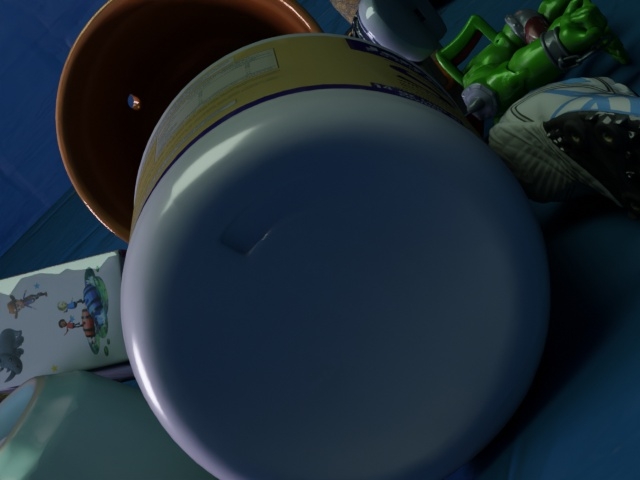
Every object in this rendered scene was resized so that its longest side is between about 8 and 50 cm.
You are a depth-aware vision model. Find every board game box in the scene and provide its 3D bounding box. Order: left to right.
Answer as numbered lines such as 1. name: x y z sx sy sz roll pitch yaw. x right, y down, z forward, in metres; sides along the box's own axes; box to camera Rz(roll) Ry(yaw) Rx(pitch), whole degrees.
1. board game box: -0.250 0.089 1.515 0.303 0.098 0.224 -15 -9 20

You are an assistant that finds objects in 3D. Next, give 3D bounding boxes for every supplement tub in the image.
1. supplement tub: 0.000 0.000 1.081 0.241 0.241 0.331 -47 13 9

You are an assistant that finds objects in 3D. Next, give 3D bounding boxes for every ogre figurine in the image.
1. ogre figurine: 0.157 -0.140 1.293 0.118 0.097 0.197 -35 27 10

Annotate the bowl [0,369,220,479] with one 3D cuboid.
1. bowl: -0.209 0.220 1.324 0.311 0.163 0.311 -45 12 13

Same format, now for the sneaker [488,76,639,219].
1. sneaker: 0.177 -0.065 1.042 0.086 0.085 0.237 -41 15 -11

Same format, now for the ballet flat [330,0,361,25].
1. ballet flat: 0.102 -0.327 1.964 0.123 0.123 0.348 -55 14 -23

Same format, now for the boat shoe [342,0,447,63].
1. boat shoe: 0.043 -0.146 1.319 0.083 0.065 0.183 -39 -2 16

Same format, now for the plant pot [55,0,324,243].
1. plant pot: -0.109 -0.123 1.787 0.291 0.291 0.203 -48 -4 3

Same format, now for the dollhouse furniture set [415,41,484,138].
1. dollhouse furniture set: 0.026 -0.026 1.415 0.259 0.135 0.262 -32 19 21
